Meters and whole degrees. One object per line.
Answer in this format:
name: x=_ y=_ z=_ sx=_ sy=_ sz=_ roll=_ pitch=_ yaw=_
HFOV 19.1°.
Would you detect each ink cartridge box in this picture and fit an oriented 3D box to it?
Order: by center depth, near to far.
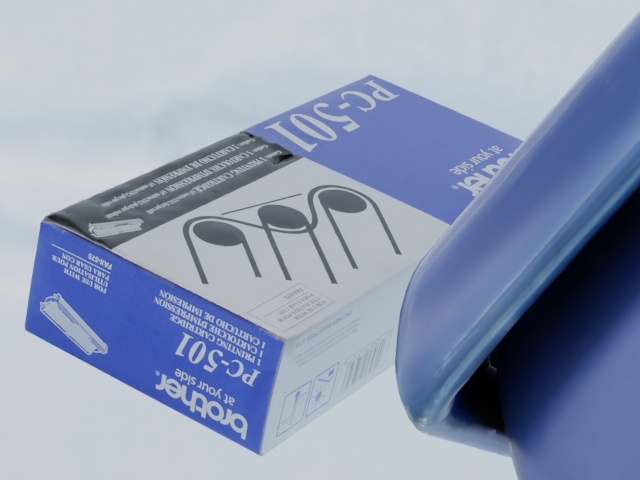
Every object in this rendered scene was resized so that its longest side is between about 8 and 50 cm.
ink cartridge box: x=0.000 y=0.000 z=0.672 sx=0.097 sy=0.207 sz=0.046 roll=26 pitch=119 yaw=24

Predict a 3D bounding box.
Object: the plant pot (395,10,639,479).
plant pot: x=0.169 y=0.032 z=0.482 sx=0.236 sy=0.236 sz=0.212 roll=-48 pitch=63 yaw=11
